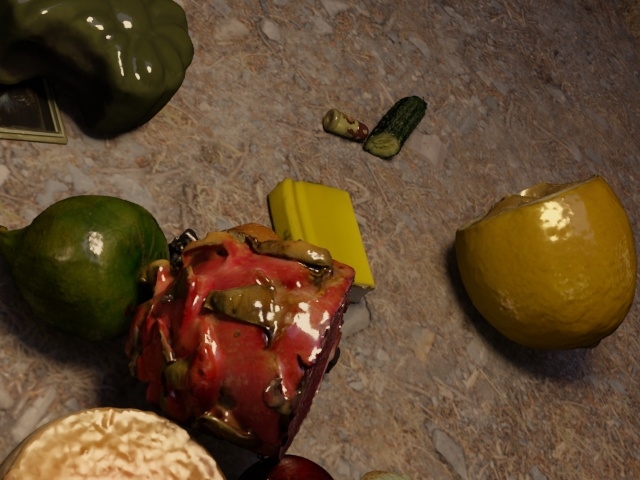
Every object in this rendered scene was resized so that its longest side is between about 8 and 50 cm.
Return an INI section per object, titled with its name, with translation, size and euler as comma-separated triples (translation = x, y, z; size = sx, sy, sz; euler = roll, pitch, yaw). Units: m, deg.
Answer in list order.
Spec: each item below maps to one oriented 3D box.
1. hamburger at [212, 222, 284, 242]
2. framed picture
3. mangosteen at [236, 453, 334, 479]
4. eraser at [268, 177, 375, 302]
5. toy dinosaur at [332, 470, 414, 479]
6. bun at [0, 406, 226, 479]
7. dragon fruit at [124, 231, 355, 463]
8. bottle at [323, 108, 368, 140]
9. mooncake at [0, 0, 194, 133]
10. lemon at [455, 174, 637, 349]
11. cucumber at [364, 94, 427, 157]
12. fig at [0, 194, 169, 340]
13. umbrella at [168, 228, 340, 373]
[hamburger]
translation = -0.089, 0.021, 1.461
size = 0.176, 0.087, 0.102
euler = 35, 39, 3
[framed picture]
translation = -0.530, -0.283, 1.382
size = 0.232, 0.019, 0.296
euler = 0, 59, -41
[mangosteen]
translation = -0.038, 0.385, 1.179
size = 0.200, 0.200, 0.199
euler = 23, 46, -26
[eraser]
translation = 0.000, 0.000, 1.580
size = 0.158, 0.069, 0.226
euler = 11, 52, -38
[toy dinosaur]
translation = 0.155, 0.446, 1.347
size = 0.393, 0.092, 0.205
euler = 6, 49, -28
[bun]
translation = -0.248, 0.347, 1.014
size = 0.299, 0.164, 0.298
euler = 16, 46, -17
[dragon fruit]
translation = -0.115, 0.111, 1.150
size = 0.263, 0.314, 0.296
euler = 22, 68, 7
[bottle]
translation = 0.057, -0.238, 1.835
size = 0.101, 0.047, 0.063
euler = 18, 58, -32
[mooncake]
translation = -0.373, -0.351, 1.429
size = 0.351, 0.187, 0.351
euler = 27, 42, -27
[lemon]
translation = 0.453, 0.059, 1.732
size = 0.364, 0.364, 0.364
euler = 23, 46, -26
[cucumber]
translation = 0.174, -0.260, 1.934
size = 0.077, 0.077, 0.265
euler = 42, 40, -6
[fig]
translation = -0.346, 0.034, 1.212
size = 0.203, 0.235, 0.203
euler = 3, 90, -69
[umbrella]
translation = -0.093, 0.103, 1.359
size = 0.337, 0.154, 0.128
euler = 33, 83, -16
